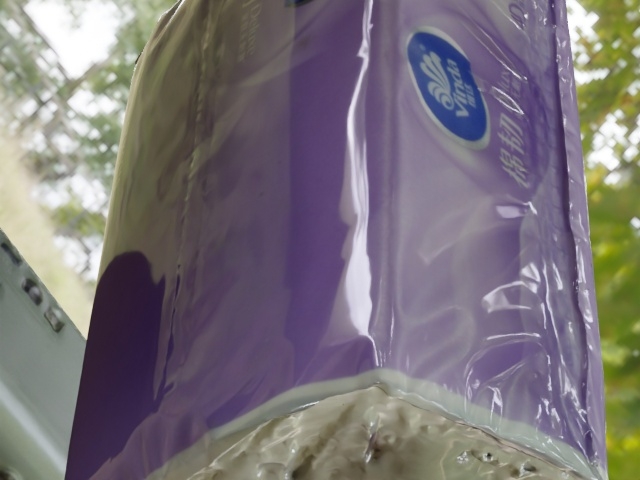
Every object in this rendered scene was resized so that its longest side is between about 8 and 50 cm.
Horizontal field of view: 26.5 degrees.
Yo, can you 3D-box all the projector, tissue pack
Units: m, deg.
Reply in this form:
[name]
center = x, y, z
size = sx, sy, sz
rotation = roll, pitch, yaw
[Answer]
[projector]
center = -0.284, 0.068, 0.844
size = 0.250, 0.108, 0.198
rotation = -6, -49, 30
[tissue pack]
center = 0.000, 0.000, 0.673
size = 0.160, 0.338, 0.242
rotation = 28, -45, -28
